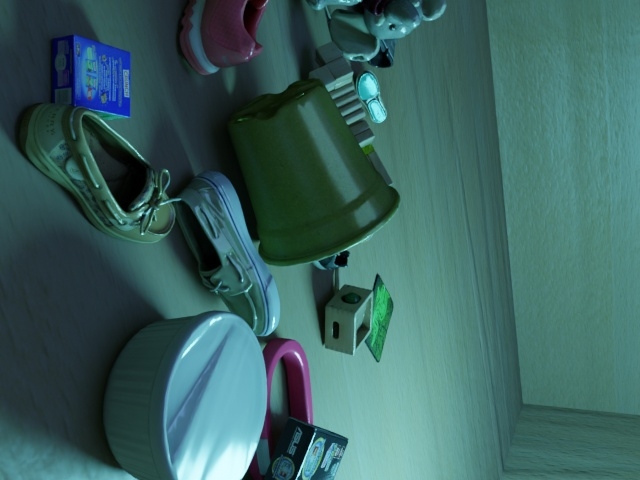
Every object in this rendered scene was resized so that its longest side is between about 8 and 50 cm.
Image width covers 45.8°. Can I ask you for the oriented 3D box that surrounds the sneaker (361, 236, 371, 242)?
[{"bbox_3d":[0.099,-0.091,1.798,0.084,0.070,0.185,-30,124,-71],"label":"sneaker"}]

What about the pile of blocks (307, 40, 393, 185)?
[{"bbox_3d":[0.033,-0.237,1.635,0.113,0.149,0.362,-28,113,-13],"label":"pile of blocks"}]

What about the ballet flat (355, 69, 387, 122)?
[{"bbox_3d":[0.120,-0.360,1.859,0.168,0.057,0.052,66,7,-47],"label":"ballet flat"}]

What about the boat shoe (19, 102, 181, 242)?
[{"bbox_3d":[-0.266,-0.077,0.992,0.285,0.089,0.104,47,49,-56],"label":"boat shoe"}]

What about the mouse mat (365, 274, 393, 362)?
[{"bbox_3d":[0.151,0.204,1.973,0.152,0.007,0.189,60,38,-47],"label":"mouse mat"}]

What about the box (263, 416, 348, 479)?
[{"bbox_3d":[-0.049,0.474,1.402,0.270,0.060,0.216,-67,156,-12],"label":"box"}]

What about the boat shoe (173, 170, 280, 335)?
[{"bbox_3d":[-0.158,0.037,1.234,0.094,0.109,0.302,-39,117,-40],"label":"boat shoe"}]

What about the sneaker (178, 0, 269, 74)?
[{"bbox_3d":[-0.132,-0.419,1.213,0.116,0.136,0.313,17,75,-65],"label":"sneaker"}]

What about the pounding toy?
[{"bbox_3d":[0.055,0.155,1.689,0.130,0.100,0.141,-44,140,-55],"label":"pounding toy"}]

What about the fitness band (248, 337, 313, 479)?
[{"bbox_3d":[-0.078,0.331,1.447,0.209,0.054,0.290,-26,115,-65],"label":"fitness band"}]

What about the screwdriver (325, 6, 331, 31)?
[{"bbox_3d":[0.014,-0.499,1.666,0.169,0.025,0.024,60,38,-33],"label":"screwdriver"}]

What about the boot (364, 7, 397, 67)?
[{"bbox_3d":[0.131,-0.578,1.799,0.338,0.118,0.222,42,58,-52],"label":"boot"}]

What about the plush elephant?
[{"bbox_3d":[0.119,-0.510,1.540,0.255,0.272,0.330,49,5,-14],"label":"plush elephant"}]

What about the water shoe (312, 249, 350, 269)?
[{"bbox_3d":[0.000,0.000,1.563,0.203,0.080,0.072,43,52,-57],"label":"water shoe"}]

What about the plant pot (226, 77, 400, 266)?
[{"bbox_3d":[-0.033,-0.133,1.328,0.253,0.276,0.276,65,34,-21],"label":"plant pot"}]

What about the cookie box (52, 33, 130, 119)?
[{"bbox_3d":[-0.295,-0.209,0.984,0.107,0.040,0.091,0,90,-64],"label":"cookie box"}]

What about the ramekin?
[{"bbox_3d":[-0.197,0.234,1.102,0.273,0.127,0.272,1,90,-65],"label":"ramekin"}]
